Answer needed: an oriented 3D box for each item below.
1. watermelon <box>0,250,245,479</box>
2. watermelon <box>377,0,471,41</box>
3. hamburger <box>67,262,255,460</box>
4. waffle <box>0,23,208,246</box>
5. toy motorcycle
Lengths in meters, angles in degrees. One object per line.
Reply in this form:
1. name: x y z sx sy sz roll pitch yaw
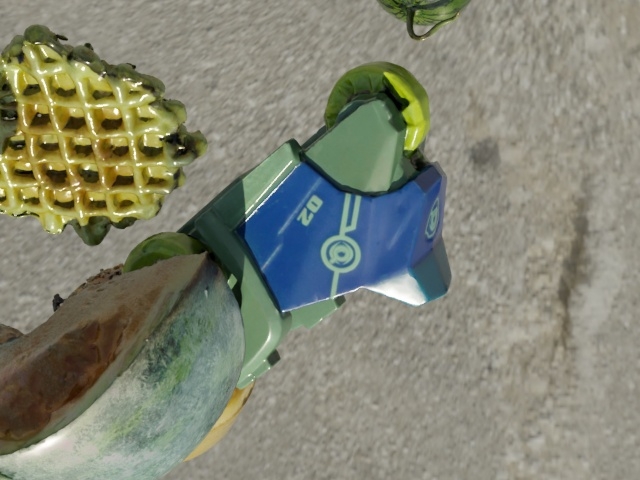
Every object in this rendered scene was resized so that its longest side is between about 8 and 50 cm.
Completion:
1. watermelon: -0.198 0.158 0.957 0.322 0.175 0.188 -20 122 27
2. watermelon: 0.121 -0.313 1.432 0.141 0.187 0.140 13 151 7
3. hamburger: -0.230 0.160 1.630 0.300 0.300 0.176 14 134 5
4. waffle: -0.314 -0.123 1.530 0.297 0.073 0.317 32 131 -25
5. toy motorcycle: 0.000 0.000 1.068 0.326 0.191 0.200 -36 91 34
